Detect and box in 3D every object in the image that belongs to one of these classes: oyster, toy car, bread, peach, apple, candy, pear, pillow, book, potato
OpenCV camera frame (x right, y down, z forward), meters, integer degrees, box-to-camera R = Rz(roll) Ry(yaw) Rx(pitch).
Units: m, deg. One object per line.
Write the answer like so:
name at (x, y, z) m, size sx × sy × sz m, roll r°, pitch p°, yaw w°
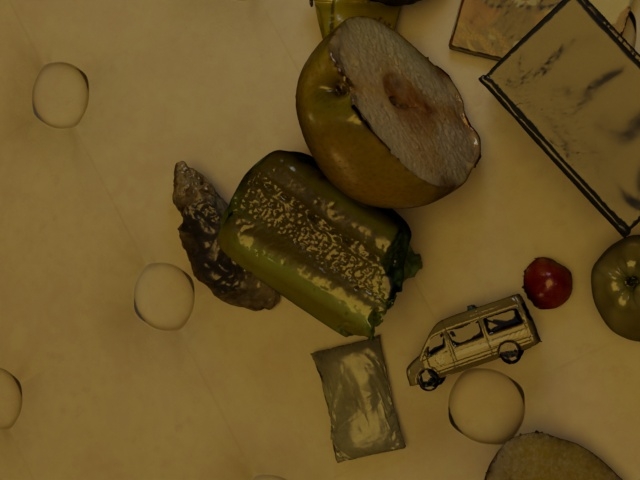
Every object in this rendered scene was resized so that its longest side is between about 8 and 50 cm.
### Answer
oyster at (-0.213, 0.000, 1.738) m, size 0.166 × 0.110 × 0.342 m, roll -16°, pitch 101°, yaw 23°
toy car at (0.272, 0.188, 1.602) m, size 0.256 × 0.101 × 0.125 m, roll -21°, pitch 82°, yaw 16°
bread at (0.000, 0.000, 1.619) m, size 0.376 × 0.208 × 0.251 m, roll 32°, pitch 89°, yaw 13°
peach at (0.412, 0.080, 1.571) m, size 0.098 × 0.061 × 0.098 m, roll 0°, pitch 93°, yaw 10°
apple at (0.552, 0.079, 1.469) m, size 0.199 × 0.200 × 0.200 m, roll 1°, pitch 93°, yaw 18°
candy at (0.060, -0.345, 1.645) m, size 0.187 × 0.081 × 0.298 m, roll 1°, pitch 95°, yaw -3°
pear at (0.092, -0.199, 1.505) m, size 0.191 × 0.386 × 0.341 m, roll -31°, pitch 65°, yaw 34°
pillow at (0.073, 0.313, 1.700) m, size 0.148 × 0.050 × 0.230 m, roll -14°, pitch 89°, yaw 11°
book at (0.428, -0.520, 1.546) m, size 0.299 × 0.039 × 0.428 m, roll 17°, pitch 99°, yaw 16°
potato at (0.409, 0.483, 1.548) m, size 0.299 × 0.116 × 0.239 m, roll 28°, pitch 69°, yaw -2°

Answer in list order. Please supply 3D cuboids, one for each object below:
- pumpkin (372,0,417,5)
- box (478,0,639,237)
pumpkin at (0.135, -0.528, 1.580) m, size 0.218 × 0.162 × 0.219 m, roll 2°, pitch 75°, yaw -7°
box at (0.456, -0.216, 1.418) m, size 0.345 × 0.251 × 0.204 m, roll 47°, pitch 111°, yaw 3°
